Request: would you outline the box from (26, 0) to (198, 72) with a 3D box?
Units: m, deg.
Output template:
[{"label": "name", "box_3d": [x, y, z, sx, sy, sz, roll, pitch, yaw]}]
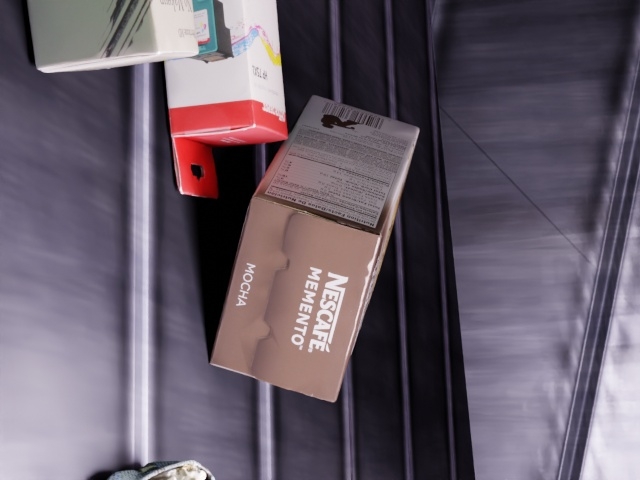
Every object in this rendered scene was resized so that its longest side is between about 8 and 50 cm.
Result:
[{"label": "box", "box_3d": [-0.157, -0.258, 1.372, 0.113, 0.094, 0.275, -30, 113, -77]}]

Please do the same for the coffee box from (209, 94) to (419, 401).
[{"label": "coffee box", "box_3d": [0.000, 0.000, 1.804, 0.297, 0.119, 0.168, -67, 173, -67]}]

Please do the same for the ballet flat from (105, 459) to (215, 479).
[{"label": "ballet flat", "box_3d": [-0.116, 0.190, 1.404, 0.188, 0.070, 0.070, -35, 118, -77]}]

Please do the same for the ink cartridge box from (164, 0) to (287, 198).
[{"label": "ink cartridge box", "box_3d": [-0.083, -0.156, 1.713, 0.134, 0.078, 0.231, 4, 81, -78]}]
